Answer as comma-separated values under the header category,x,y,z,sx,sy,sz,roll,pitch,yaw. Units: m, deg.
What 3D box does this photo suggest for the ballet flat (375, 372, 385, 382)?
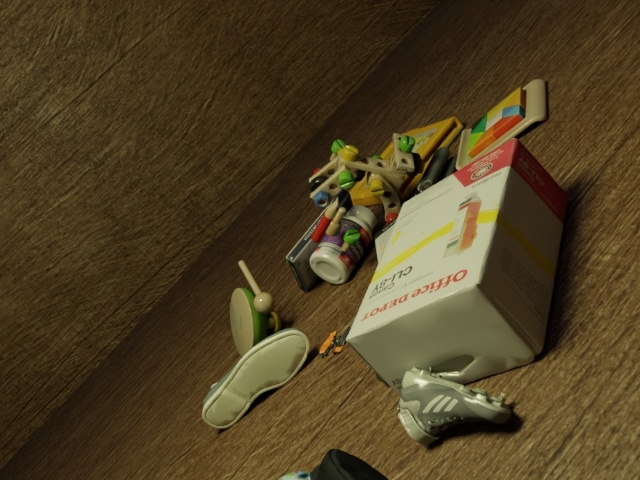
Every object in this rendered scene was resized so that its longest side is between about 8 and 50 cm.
category,x,y,z,sx,sy,sz,roll,pitch,yaw
ballet flat,0.137,0.135,1.347,0.095,0.096,0.280,-30,23,40

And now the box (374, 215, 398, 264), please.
category,x,y,z,sx,sy,sz,roll,pitch,yaw
box,0.178,0.026,1.570,0.100,0.060,0.244,-40,17,17

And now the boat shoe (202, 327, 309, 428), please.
category,x,y,z,sx,sy,sz,roll,pitch,yaw
boat shoe,-0.149,0.291,1.629,0.319,0.116,0.099,-45,20,18

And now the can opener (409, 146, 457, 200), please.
category,x,y,z,sx,sy,sz,roll,pitch,yaw
can opener,0.274,-0.127,1.686,0.093,0.074,0.280,-33,18,39

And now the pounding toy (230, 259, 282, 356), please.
category,x,y,z,sx,sy,sz,roll,pitch,yaw
pounding toy,-0.151,0.187,1.867,0.183,0.110,0.237,-121,36,-44

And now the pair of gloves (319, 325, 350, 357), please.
category,x,y,z,sx,sy,sz,roll,pitch,yaw
pair of gloves,0.031,0.218,1.555,0.083,0.010,0.074,-25,26,47

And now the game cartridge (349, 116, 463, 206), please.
category,x,y,z,sx,sy,sz,roll,pitch,yaw
game cartridge,0.224,-0.215,2.052,0.285,0.053,0.323,-50,18,-17

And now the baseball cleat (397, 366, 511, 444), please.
category,x,y,z,sx,sy,sz,roll,pitch,yaw
baseball cleat,0.187,0.250,1.037,0.206,0.072,0.110,10,83,62

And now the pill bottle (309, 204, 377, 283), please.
category,x,y,z,sx,sy,sz,roll,pitch,yaw
pill bottle,0.064,0.005,1.810,0.108,0.108,0.193,-21,30,54

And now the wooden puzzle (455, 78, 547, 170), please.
category,x,y,z,sx,sy,sz,roll,pitch,yaw
wooden puzzle,0.428,-0.281,1.734,0.238,0.044,0.221,-34,20,33

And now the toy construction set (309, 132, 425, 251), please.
category,x,y,z,sx,sy,sz,roll,pitch,yaw
toy construction set,0.105,-0.143,1.702,0.309,0.257,0.237,-52,-6,-45

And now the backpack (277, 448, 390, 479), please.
category,x,y,z,sx,sy,sz,roll,pitch,yaw
backpack,-0.030,0.438,0.828,0.356,0.273,0.290,-59,24,-3

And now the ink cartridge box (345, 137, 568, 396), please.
category,x,y,z,sx,sy,sz,roll,pitch,yaw
ink cartridge box,0.237,0.043,1.214,0.279,0.160,0.385,-30,22,40

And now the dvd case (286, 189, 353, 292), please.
category,x,y,z,sx,sy,sz,roll,pitch,yaw
dvd case,0.010,0.004,1.883,0.239,0.029,0.179,-50,-27,-18

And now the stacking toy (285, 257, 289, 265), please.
category,x,y,z,sx,sy,sz,roll,pitch,yaw
stacking toy,0.000,0.000,2.080,0.167,0.052,0.221,-47,11,-28
